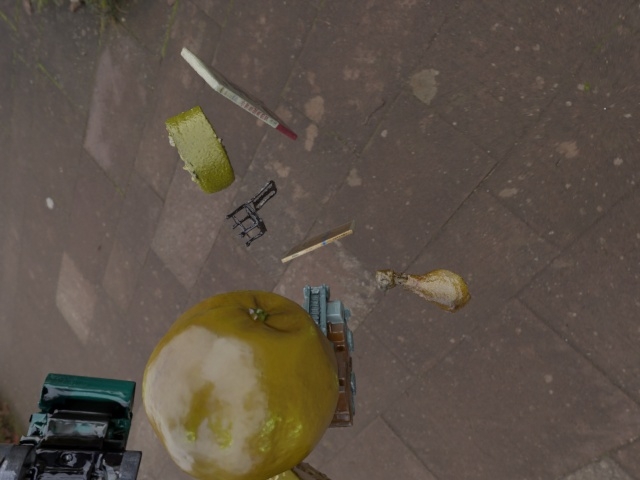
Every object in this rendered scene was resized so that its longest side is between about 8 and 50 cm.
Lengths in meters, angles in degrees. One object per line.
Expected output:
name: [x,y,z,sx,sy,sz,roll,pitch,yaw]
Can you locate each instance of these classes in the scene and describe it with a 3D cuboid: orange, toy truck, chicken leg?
orange: [-0.107,0.196,0.599,0.279,0.279,0.235,17,118,29]
toy truck: [0.004,0.229,0.920,0.132,0.338,0.185,-6,114,6]
toy truck: [-0.232,0.251,0.367,0.124,0.114,0.254,159,122,-71]
chicken leg: [0.270,0.120,1.096,0.251,0.107,0.087,9,154,9]

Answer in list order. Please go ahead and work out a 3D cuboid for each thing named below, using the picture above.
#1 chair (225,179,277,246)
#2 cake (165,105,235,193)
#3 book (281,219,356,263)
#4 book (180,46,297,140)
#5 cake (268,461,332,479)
chair: [-0.221,-0.102,1.507,0.113,0.229,0.106,47,168,17]
cake: [-0.373,-0.279,1.303,0.156,0.179,0.261,-30,92,-4]
book: [0.000,-0.001,1.331,0.241,0.170,0.018,-23,99,12]
book: [-0.159,-0.293,0.846,0.022,0.232,0.162,-50,57,13]
cake: [-0.024,0.476,0.601,0.286,0.227,0.222,8,148,53]
